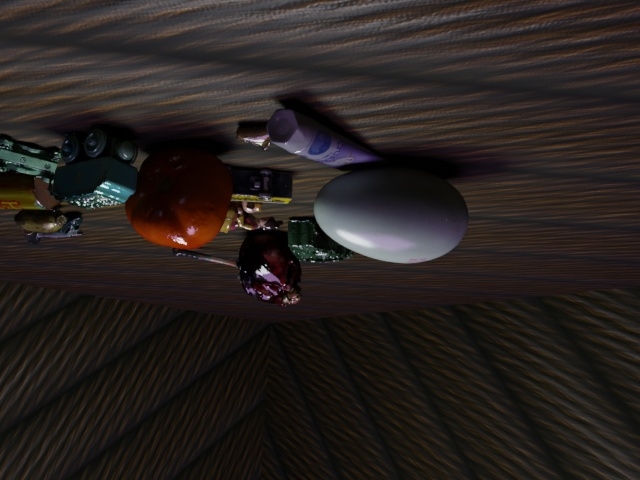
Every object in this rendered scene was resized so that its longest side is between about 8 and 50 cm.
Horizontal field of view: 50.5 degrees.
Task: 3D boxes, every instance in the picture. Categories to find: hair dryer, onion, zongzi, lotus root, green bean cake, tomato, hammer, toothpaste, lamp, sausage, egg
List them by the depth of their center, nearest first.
[{"bbox_3d":[-0.131,-0.230,1.414,0.076,0.040,0.083,15,151,-20],"label":"zongzi"},{"bbox_3d":[0.017,-0.201,1.455,0.125,0.080,0.371,-9,171,28],"label":"toothpaste"},{"bbox_3d":[-0.321,-0.090,1.557,0.259,0.260,0.180,-4,151,25],"label":"tomato"},{"bbox_3d":[0.168,-0.063,1.616,0.370,0.230,0.230,5,166,-4],"label":"egg"},{"bbox_3d":[-0.829,-0.138,1.734,0.317,0.117,0.125,0,143,9],"label":"sausage"},{"bbox_3d":[-0.235,-0.078,1.879,0.253,0.118,0.118,0,166,14],"label":"lamp"},{"bbox_3d":[-0.857,-0.064,2.084,0.179,0.089,0.081,2,123,19],"label":"lotus root"},{"bbox_3d":[0.000,0.000,2.151,0.193,0.107,0.208,1,164,11],"label":"green bean cake"},{"bbox_3d":[-0.178,0.082,2.313,0.221,0.281,0.281,-29,172,-14],"label":"onion"},{"bbox_3d":[-0.934,-0.020,2.375,0.194,0.050,0.173,3,169,-17],"label":"hair dryer"},{"bbox_3d":[-0.413,0.067,2.531,0.287,0.111,0.033,11,163,1],"label":"hammer"}]

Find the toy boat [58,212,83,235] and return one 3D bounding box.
[{"bbox_3d":[-0.800,-0.055,2.181,0.055,0.060,0.141,-16,175,-40],"label":"toy boat"}]

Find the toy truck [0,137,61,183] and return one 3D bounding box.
[{"bbox_3d":[-0.698,-0.194,1.603,0.154,0.080,0.078,12,-170,-33],"label":"toy truck"}]

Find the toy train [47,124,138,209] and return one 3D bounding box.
[{"bbox_3d":[-0.500,-0.156,1.509,0.203,0.163,0.112,-7,164,33],"label":"toy train"}]

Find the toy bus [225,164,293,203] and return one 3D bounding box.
[{"bbox_3d":[-0.183,-0.140,1.697,0.226,0.081,0.074,1,171,-8],"label":"toy bus"}]
